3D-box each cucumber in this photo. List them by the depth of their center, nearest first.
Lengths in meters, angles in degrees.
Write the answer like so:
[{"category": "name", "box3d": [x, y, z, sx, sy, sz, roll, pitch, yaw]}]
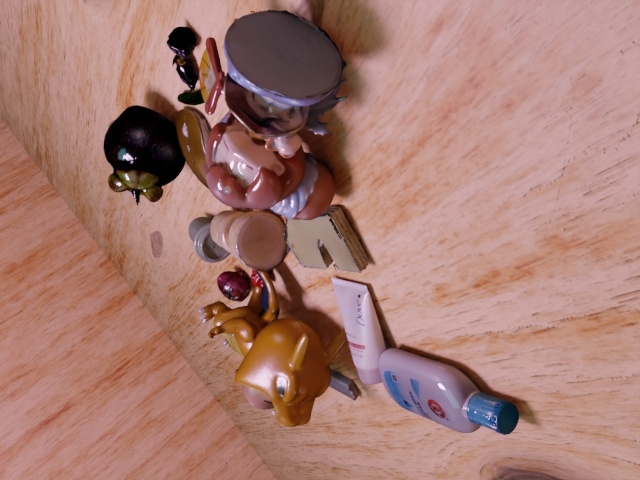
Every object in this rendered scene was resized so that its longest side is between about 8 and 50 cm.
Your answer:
[{"category": "cucumber", "box3d": [-0.283, -0.323, 1.559, 0.036, 0.033, 0.184, 38, 165, -32]}]

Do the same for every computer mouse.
[{"category": "computer mouse", "box3d": [-0.292, -0.208, 1.696, 0.126, 0.056, 0.245, 24, 141, 45]}]

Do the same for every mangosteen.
[{"category": "mangosteen", "box3d": [-0.453, -0.216, 1.755, 0.243, 0.243, 0.243, 39, 152, 26]}]

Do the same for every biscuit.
[{"category": "biscuit", "box3d": [0.000, 0.000, 1.477, 0.250, 0.046, 0.147, -2, 122, 59]}]

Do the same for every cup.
[{"category": "cup", "box3d": [-0.312, -0.008, 1.925, 0.141, 0.120, 0.120, 29, 147, 56]}]

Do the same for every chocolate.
[{"category": "chocolate", "box3d": [-0.294, -0.386, 1.465, 0.147, 0.070, 0.072, 114, 144, -61]}]

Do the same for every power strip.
[{"category": "power strip", "box3d": [0.023, 0.391, 1.962, 0.253, 0.027, 0.060, 17, 138, 51]}]

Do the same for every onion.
[{"category": "onion", "box3d": [-0.253, 0.130, 2.025, 0.107, 0.097, 0.107, 37, -178, -2]}]

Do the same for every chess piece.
[{"category": "chess piece", "box3d": [-0.194, -0.011, 1.705, 0.261, 0.143, 0.142, 14, 135, 59]}]

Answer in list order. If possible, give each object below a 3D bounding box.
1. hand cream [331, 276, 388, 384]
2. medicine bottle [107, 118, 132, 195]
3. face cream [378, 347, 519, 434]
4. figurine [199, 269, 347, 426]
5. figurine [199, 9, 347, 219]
[{"category": "hand cream", "box3d": [0.098, 0.201, 1.550, 0.133, 0.083, 0.247, 4, 118, 55]}, {"category": "medicine bottle", "box3d": [-0.574, -0.251, 2.045, 0.114, 0.114, 0.252, 40, 152, 25]}, {"category": "face cream", "box3d": [0.258, 0.320, 1.412, 0.337, 0.080, 0.163, 9, 130, 56]}, {"category": "figurine", "box3d": [-0.134, 0.254, 1.782, 0.387, 0.268, 0.401, 30, 142, 44]}, {"category": "figurine", "box3d": [-0.090, -0.201, 1.195, 0.276, 0.248, 0.388, 48, 145, 16]}]
